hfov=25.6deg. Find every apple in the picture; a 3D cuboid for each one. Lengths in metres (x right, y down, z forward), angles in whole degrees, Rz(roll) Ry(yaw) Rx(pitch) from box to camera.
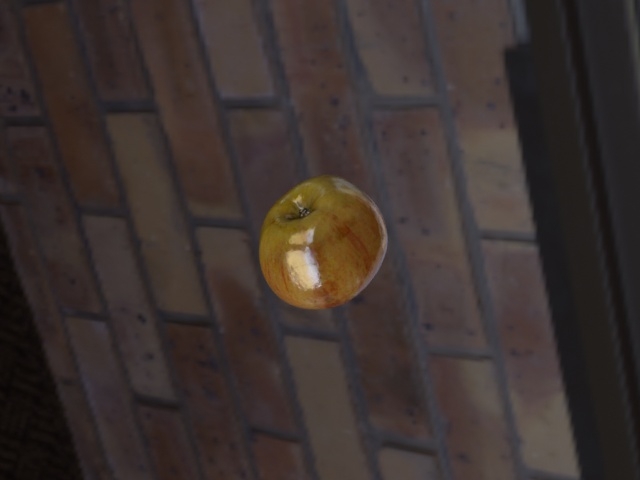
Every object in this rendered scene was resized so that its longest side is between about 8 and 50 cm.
[{"bbox_3d":[0.000,0.000,0.877,0.084,0.084,0.071,-53,129,-32],"label":"apple"}]
